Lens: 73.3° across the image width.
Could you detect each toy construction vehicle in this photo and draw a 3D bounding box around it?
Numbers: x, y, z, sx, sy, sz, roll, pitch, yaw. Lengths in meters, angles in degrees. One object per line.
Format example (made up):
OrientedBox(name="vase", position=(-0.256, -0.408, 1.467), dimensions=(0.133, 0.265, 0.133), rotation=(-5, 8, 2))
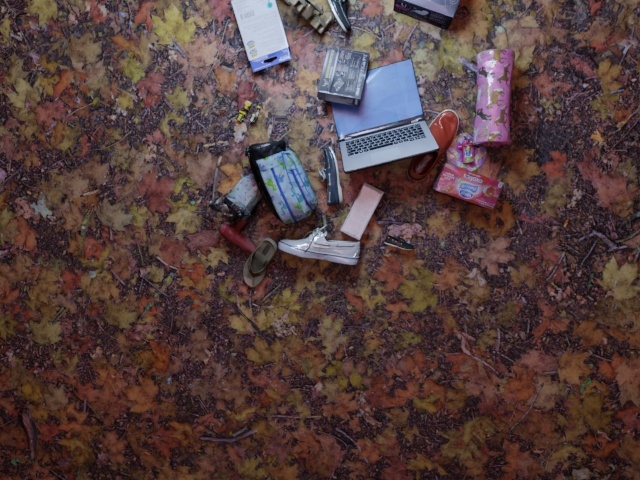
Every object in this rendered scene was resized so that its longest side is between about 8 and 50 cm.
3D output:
OrientedBox(name="toy construction vehicle", position=(-0.318, -0.565, 1.919), dimensions=(0.085, 0.035, 0.098), rotation=(26, 97, 13))

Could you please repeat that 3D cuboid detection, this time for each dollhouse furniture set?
OrientedBox(name="dollhouse furniture set", position=(-0.061, -1.010, 1.738), dimensions=(0.161, 0.212, 0.242), rotation=(-47, 64, 17))

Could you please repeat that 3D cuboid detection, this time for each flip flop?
OrientedBox(name="flip flop", position=(-0.281, 0.105, 1.956), dimensions=(0.112, 0.080, 0.277), rotation=(35, 120, -1))

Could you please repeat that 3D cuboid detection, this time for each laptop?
OrientedBox(name="laptop", position=(0.242, -0.517, 1.771), dimensions=(0.381, 0.408, 0.236), rotation=(-13, 130, 8))

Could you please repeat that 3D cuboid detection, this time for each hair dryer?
OrientedBox(name="hair dryer", position=(-0.374, -0.051, 1.913), dimensions=(0.223, 0.080, 0.294), rotation=(12, 142, 37))

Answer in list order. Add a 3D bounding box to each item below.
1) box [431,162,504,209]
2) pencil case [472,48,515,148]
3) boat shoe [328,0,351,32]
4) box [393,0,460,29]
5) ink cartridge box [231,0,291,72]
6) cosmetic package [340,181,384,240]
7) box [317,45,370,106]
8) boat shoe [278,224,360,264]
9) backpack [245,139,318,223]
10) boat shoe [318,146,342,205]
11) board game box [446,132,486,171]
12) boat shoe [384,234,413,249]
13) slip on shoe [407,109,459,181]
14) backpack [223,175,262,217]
OrientedBox(name="box", position=(0.615, -0.228, 1.818), dimensions=(0.256, 0.128, 0.123), rotation=(19, 99, 3))
OrientedBox(name="pencil case", position=(0.702, -0.572, 1.743), dimensions=(0.159, 0.167, 0.387), rotation=(-3, 98, -17))
OrientedBox(name="boat shoe", position=(0.067, -1.015, 1.777), dimensions=(0.091, 0.114, 0.303), rotation=(-25, 95, 14))
OrientedBox(name="box", position=(0.439, -0.988, 1.728), dimensions=(0.247, 0.142, 0.164), rotation=(21, 99, 2))
OrientedBox(name="ink cartridge box", position=(-0.247, -0.898, 1.850), dimensions=(0.185, 0.065, 0.311), rotation=(-16, 93, 8))
OrientedBox(name="cosmetic package", position=(0.184, -0.129, 1.909), dimensions=(0.098, 0.060, 0.239), rotation=(28, 99, 4))
OrientedBox(name="box", position=(0.098, -0.688, 1.803), dimensions=(0.182, 0.056, 0.231), rotation=(10, 75, 4))
OrientedBox(name="boat shoe", position=(0.001, 0.002, 1.908), dimensions=(0.366, 0.136, 0.157), rotation=(10, 99, 2))
OrientedBox(name="backpack", position=(-0.158, -0.245, 1.828), dimensions=(0.273, 0.290, 0.356), rotation=(-11, 103, -8))
OrientedBox(name="boat shoe", position=(0.039, -0.280, 1.890), dimensions=(0.079, 0.095, 0.255), rotation=(-12, 105, -4))
OrientedBox(name="board game box", position=(0.628, -0.376, 1.845), dimensions=(0.168, 0.033, 0.133), rotation=(39, 99, 0))
OrientedBox(name="boat shoe", position=(0.353, 0.010, 1.916), dimensions=(0.132, 0.049, 0.042), rotation=(17, 107, 8))
OrientedBox(name="slip on shoe", position=(0.481, -0.400, 1.823), dimensions=(0.123, 0.101, 0.331), rotation=(32, 98, 4))
OrientedBox(name="backpack", position=(-0.331, -0.201, 1.925), dimensions=(0.152, 0.115, 0.182), rotation=(40, 97, 2))
